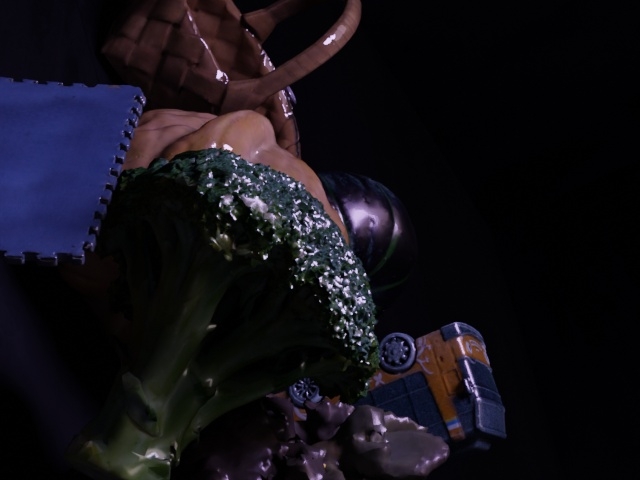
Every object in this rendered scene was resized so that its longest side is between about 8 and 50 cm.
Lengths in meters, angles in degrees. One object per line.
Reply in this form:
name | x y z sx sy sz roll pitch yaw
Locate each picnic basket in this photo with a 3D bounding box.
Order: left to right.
picnic basket | -0.086 -0.253 1.520 0.337 0.337 0.293 56 17 -26

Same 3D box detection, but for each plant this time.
plant | -0.046 0.220 0.931 0.213 0.312 0.215 53 21 -28

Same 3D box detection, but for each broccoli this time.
broccoli | -0.087 0.059 0.818 0.269 0.254 0.269 -37 136 -48

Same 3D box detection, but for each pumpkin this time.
pumpkin | 0.000 0.000 1.556 0.248 0.248 0.248 56 18 -28

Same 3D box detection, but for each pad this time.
pad | -0.273 -0.064 0.797 0.270 0.268 0.012 -86 -178 -58

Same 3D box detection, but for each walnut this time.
walnut | -0.118 0.002 1.128 0.296 0.285 0.285 30 12 11

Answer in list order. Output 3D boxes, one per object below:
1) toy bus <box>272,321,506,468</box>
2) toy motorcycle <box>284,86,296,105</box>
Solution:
toy bus | 0.090 0.220 1.426 0.138 0.275 0.167 32 37 -63
toy motorcycle | -0.102 -0.220 1.826 0.171 0.089 0.298 23 44 -66
